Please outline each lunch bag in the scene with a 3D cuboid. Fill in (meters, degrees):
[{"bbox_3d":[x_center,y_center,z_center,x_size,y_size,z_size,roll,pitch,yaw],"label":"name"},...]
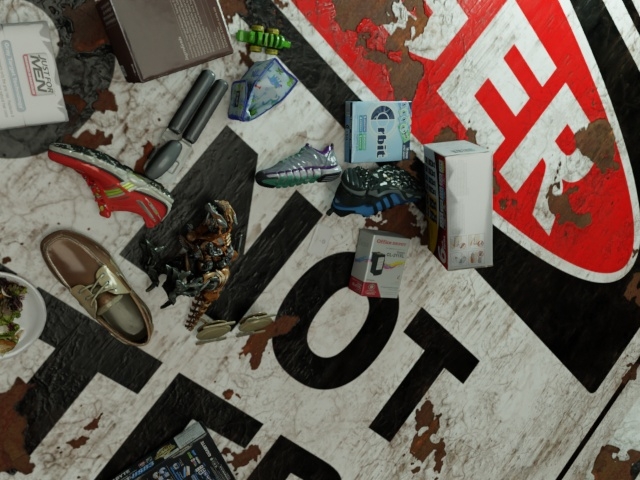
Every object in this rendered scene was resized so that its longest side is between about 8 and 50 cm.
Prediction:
[{"bbox_3d":[-0.145,-0.331,1.347,0.096,0.129,0.151,39,86,-26],"label":"lunch bag"}]

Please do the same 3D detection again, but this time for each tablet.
[{"bbox_3d":[0.000,0.000,1.586,0.054,0.006,0.083,19,95,-31],"label":"tablet"}]

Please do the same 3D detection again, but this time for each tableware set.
[{"bbox_3d":[-0.216,0.206,1.483,0.194,0.128,0.039,-7,65,-25],"label":"tableware set"}]

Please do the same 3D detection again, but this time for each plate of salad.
[{"bbox_3d":[-0.678,0.163,1.239,0.200,0.048,0.199,-7,107,-26],"label":"plate of salad"}]

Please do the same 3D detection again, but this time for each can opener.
[{"bbox_3d":[-0.292,-0.246,1.317,0.074,0.093,0.280,34,80,-32],"label":"can opener"}]

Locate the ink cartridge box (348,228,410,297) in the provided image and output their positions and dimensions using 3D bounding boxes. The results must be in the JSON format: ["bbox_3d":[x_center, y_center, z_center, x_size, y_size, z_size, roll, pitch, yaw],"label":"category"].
[{"bbox_3d":[0.162,0.064,1.652,0.128,0.072,0.175,6,101,-29],"label":"ink cartridge box"}]

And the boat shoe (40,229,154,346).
[{"bbox_3d":[-0.470,0.108,1.296,0.123,0.116,0.324,-44,119,-12],"label":"boat shoe"}]

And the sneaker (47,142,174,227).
[{"bbox_3d":[-0.448,-0.109,1.261,0.279,0.107,0.118,30,93,-31],"label":"sneaker"}]

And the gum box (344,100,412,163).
[{"bbox_3d":[0.152,-0.287,1.571,0.185,0.041,0.156,-7,106,-26],"label":"gum box"}]

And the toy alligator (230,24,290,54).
[{"bbox_3d":[-0.147,-0.460,1.356,0.190,0.051,0.056,1,102,-29],"label":"toy alligator"}]

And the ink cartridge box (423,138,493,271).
[{"bbox_3d":[0.364,-0.108,1.637,0.130,0.272,0.309,-7,107,-4],"label":"ink cartridge box"}]

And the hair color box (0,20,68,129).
[{"bbox_3d":[-0.676,-0.287,1.081,0.375,0.114,0.185,-14,110,-24],"label":"hair color box"}]

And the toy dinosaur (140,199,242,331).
[{"bbox_3d":[-0.277,0.068,1.379,0.219,0.164,0.321,-9,101,-42],"label":"toy dinosaur"}]

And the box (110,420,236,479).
[{"bbox_3d":[-0.365,0.660,1.528,0.293,0.073,0.295,-30,116,-18],"label":"box"}]

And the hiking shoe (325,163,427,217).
[{"bbox_3d":[0.152,-0.125,1.595,0.304,0.113,0.132,0,138,-38],"label":"hiking shoe"}]

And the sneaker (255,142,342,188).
[{"bbox_3d":[-0.061,-0.189,1.478,0.224,0.083,0.098,-8,78,-24],"label":"sneaker"}]

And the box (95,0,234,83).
[{"bbox_3d":[-0.313,-0.429,1.206,0.203,0.168,0.166,-26,114,-21],"label":"box"}]
